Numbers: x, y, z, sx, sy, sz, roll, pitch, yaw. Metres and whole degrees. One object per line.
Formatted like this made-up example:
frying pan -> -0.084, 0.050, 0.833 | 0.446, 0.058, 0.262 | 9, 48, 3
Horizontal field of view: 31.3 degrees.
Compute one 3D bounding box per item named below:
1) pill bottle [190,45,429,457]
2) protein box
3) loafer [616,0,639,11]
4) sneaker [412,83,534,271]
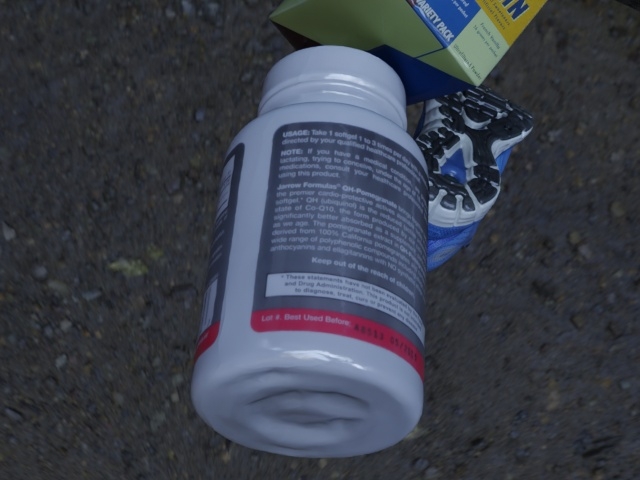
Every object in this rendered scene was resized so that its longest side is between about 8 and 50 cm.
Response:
pill bottle -> 0.000, 0.000, 0.932 | 0.176, 0.176, 0.318 | 7, 57, -3
protein box -> 0.099, -0.239, 1.045 | 0.136, 0.200, 0.201 | 47, 67, -19
loafer -> 0.161, -0.081, 0.256 | 0.267, 0.096, 0.084 | 24, 80, 30
sneaker -> 0.136, -0.076, 1.253 | 0.130, 0.147, 0.330 | 30, 36, 4
